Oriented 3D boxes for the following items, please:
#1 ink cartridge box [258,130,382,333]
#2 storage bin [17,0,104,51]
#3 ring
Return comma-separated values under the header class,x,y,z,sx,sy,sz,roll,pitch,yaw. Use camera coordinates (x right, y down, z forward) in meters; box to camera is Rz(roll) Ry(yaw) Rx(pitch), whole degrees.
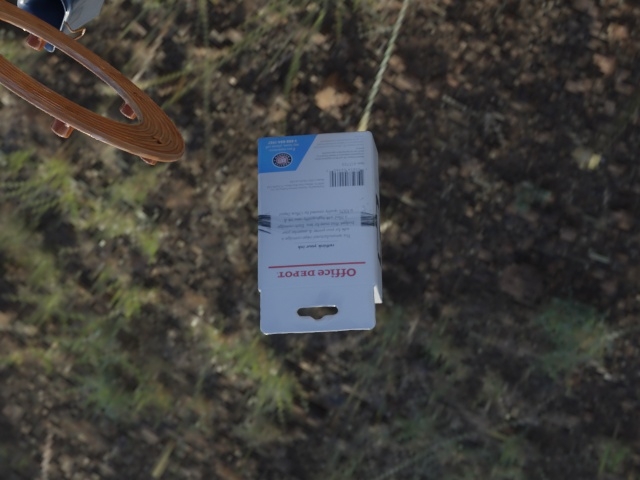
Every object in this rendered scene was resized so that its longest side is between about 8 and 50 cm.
class,x,y,z,sx,sy,sz,roll,pitch,yaw
ink cartridge box,0.000,0.000,0.548,0.048,0.083,0.028,-3,161,7
storage bin,-0.329,-0.320,1.774,0.098,0.091,0.135,53,153,5
ring,-0.295,-0.181,1.471,0.336,0.336,0.032,35,102,-4
